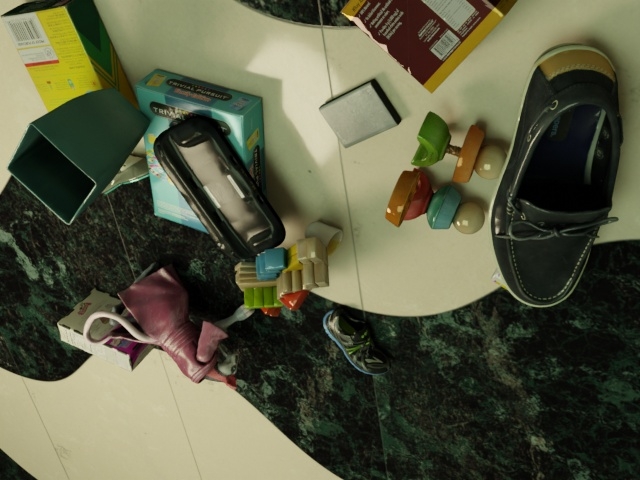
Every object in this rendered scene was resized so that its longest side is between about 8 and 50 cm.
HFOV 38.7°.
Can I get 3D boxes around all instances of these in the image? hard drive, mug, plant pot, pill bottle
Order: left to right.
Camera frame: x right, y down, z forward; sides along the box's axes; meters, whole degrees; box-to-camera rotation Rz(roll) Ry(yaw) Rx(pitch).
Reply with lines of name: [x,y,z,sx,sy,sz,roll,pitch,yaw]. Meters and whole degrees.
plant pot: [-0.459,-0.186,1.801,0.165,0.234,0.166,44,136,-5]
mug: [-0.001,-0.002,1.890,0.064,0.062,0.078,30,105,21]
hard drive: [0.071,-0.231,1.675,0.135,0.022,0.094,-20,113,43]
pill bottle: [0.367,0.077,1.719,0.083,0.043,0.043,32,137,7]

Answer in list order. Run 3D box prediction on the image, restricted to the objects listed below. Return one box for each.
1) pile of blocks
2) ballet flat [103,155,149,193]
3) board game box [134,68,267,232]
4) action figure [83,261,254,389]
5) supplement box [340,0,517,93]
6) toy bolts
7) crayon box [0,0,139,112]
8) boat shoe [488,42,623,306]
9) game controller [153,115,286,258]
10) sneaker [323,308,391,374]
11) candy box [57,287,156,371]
pile of blocks: [-0.092,0.096,1.898,0.149,0.112,0.362,3,162,-21]
ballet flat: [-0.448,-0.158,2.060,0.213,0.072,0.068,-15,111,42]
board game box: [-0.241,-0.167,1.902,0.254,0.079,0.336,18,134,20]
action figure: [-0.336,0.231,2.185,0.370,0.276,0.248,44,133,15]
supplement box: [0.176,-0.374,1.403,0.194,0.129,0.191,42,138,-3]
toy bolts: [0.220,-0.074,1.596,0.159,0.218,0.228,22,153,9]
crayon box: [-0.519,-0.353,1.934,0.202,0.081,0.318,2,125,32]
boat shoe: [0.381,-0.068,1.477,0.187,0.156,0.500,1,129,1]
game controller: [-0.203,-0.100,1.842,0.167,0.067,0.319,-23,112,28]
sneaker: [0.085,0.226,2.022,0.188,0.067,0.078,47,143,-4]
candy box: [-0.546,0.233,2.394,0.234,0.159,0.071,21,133,20]
